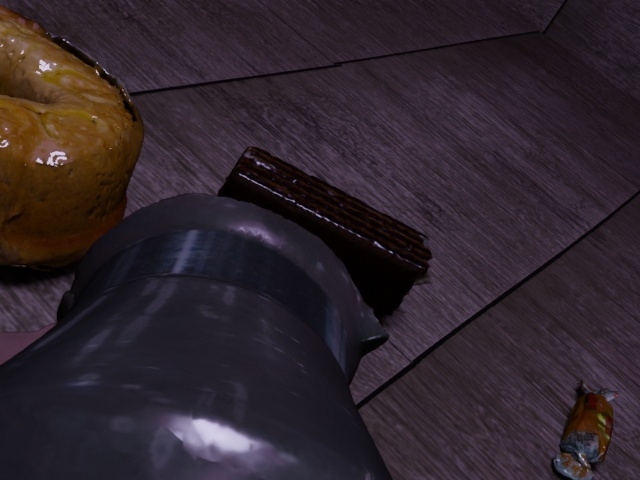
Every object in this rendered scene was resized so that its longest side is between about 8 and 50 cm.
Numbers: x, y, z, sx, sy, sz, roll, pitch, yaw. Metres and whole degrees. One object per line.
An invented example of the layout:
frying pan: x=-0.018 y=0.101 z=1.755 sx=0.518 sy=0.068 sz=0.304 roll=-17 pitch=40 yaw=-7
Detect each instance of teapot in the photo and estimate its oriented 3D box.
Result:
teapot: x=-0.123 y=0.144 z=0.523 sx=0.376 sy=0.305 sz=0.361 roll=-1 pitch=27 yaw=3

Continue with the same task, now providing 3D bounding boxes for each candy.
candy: x=0.308 y=0.210 z=0.956 sx=0.053 sy=0.046 sz=0.182 roll=34 pitch=35 yaw=7

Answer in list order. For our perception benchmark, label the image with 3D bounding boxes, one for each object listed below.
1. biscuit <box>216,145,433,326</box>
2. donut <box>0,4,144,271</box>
biscuit: x=0.000 y=0.000 z=0.928 sx=0.252 sy=0.106 sz=0.070 roll=27 pitch=34 yaw=-6
donut: x=-0.327 y=-0.109 z=0.772 sx=0.317 sy=0.150 sz=0.299 roll=7 pitch=38 yaw=-33
